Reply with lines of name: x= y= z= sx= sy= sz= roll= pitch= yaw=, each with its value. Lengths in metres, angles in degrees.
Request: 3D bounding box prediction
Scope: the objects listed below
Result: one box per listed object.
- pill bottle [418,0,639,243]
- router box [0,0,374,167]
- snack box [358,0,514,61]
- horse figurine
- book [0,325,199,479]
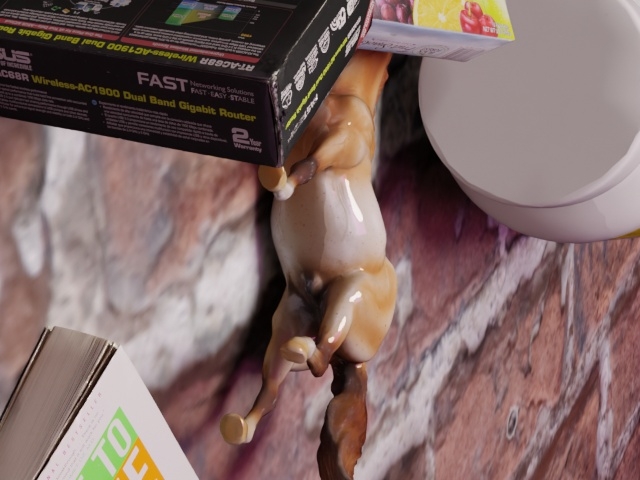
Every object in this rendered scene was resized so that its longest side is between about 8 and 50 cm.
pill bottle: x=0.186 y=-0.093 z=1.025 sx=0.334 sy=0.188 sz=0.188 roll=-3 pitch=100 yaw=-67
router box: x=-0.052 y=-0.076 z=0.550 sx=0.092 sy=0.122 sz=0.038 roll=-59 pitch=152 yaw=-43
snack box: x=0.031 y=-0.144 z=0.744 sx=0.141 sy=0.037 sz=0.100 roll=-1 pitch=75 yaw=-49
horse figurine: x=0.000 y=0.000 z=0.764 sx=0.174 sy=0.066 sz=0.263 roll=-27 pitch=114 yaw=-68
book: x=-0.095 y=0.116 z=0.634 sx=0.096 sy=0.035 sz=0.144 roll=-64 pitch=153 yaw=-29
